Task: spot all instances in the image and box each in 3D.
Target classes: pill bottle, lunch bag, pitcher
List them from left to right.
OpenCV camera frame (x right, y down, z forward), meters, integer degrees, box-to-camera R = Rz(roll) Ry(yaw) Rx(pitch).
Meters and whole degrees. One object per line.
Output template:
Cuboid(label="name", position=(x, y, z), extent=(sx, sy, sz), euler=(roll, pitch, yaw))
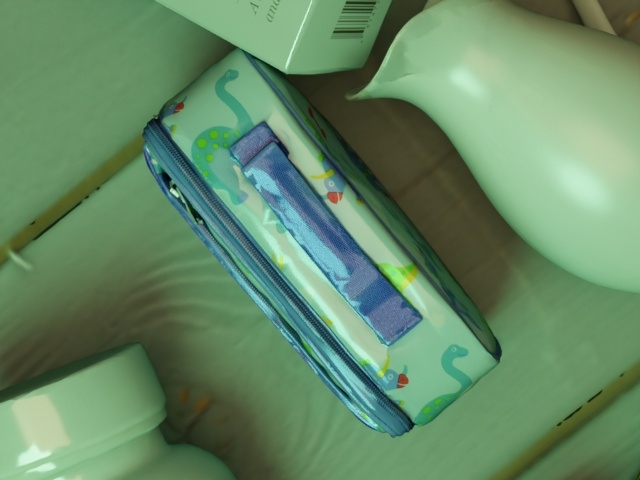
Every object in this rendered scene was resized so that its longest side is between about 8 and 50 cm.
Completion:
Cuboid(label="pill bottle", position=(-0.100, 0.216, 1.048), extent=(0.169, 0.169, 0.301), euler=(-20, 92, 2))
Cuboid(label="lunch bag", position=(0.000, 0.000, 1.032), extent=(0.090, 0.176, 0.219), euler=(-40, 92, 2))
Cuboid(label="pitcher", position=(0.140, -0.082, 1.061), extent=(0.207, 0.125, 0.177), euler=(36, 58, -7))

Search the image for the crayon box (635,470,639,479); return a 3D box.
Cuboid(label="crayon box", position=(0.281, 0.155, 1.065), extent=(0.203, 0.083, 0.323), euler=(27, 84, 0))

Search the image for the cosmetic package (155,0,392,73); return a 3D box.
Cuboid(label="cosmetic package", position=(-0.040, -0.314, 0.975), extent=(0.284, 0.097, 0.377), euler=(30, 109, 22))
